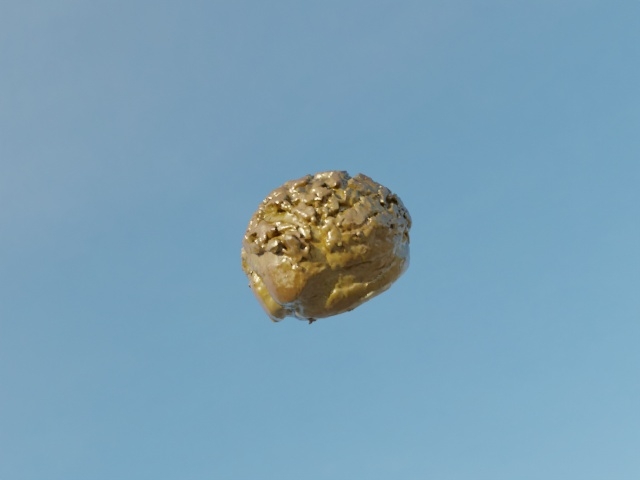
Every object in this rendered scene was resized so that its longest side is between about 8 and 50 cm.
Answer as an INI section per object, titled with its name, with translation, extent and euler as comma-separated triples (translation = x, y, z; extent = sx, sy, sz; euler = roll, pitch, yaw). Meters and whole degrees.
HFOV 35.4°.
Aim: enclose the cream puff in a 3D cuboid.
[cream puff]
translation = 0.000, 0.000, 0.855
extent = 0.165, 0.115, 0.150
euler = -24, 7, 34
